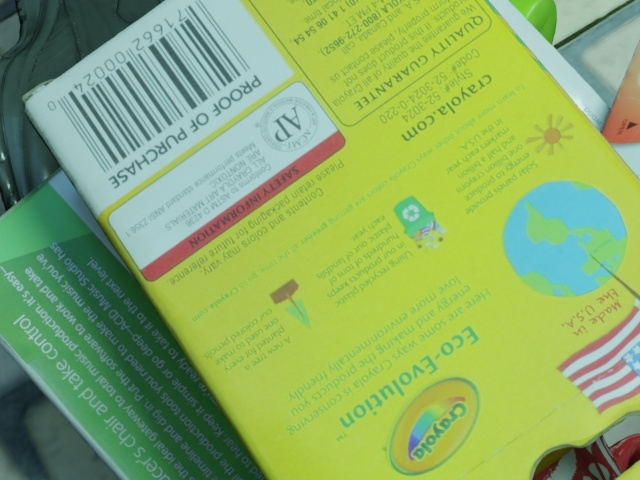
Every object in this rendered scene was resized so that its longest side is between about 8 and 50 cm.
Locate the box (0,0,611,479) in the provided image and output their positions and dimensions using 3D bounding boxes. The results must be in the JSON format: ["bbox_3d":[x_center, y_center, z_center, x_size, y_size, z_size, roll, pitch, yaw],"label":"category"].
[{"bbox_3d":[0.000,0.000,0.829,0.322,0.058,0.232,-41,85,-12],"label":"box"}]

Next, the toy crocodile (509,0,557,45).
[{"bbox_3d":[0.107,-0.171,0.977,0.115,0.105,0.340,18,66,23],"label":"toy crocodile"}]

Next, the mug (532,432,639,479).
[{"bbox_3d":[0.124,0.151,0.726,0.150,0.113,0.169,-25,55,0],"label":"mug"}]

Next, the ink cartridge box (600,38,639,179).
[{"bbox_3d":[0.212,-0.049,0.741,0.179,0.045,0.145,-10,42,44],"label":"ink cartridge box"}]

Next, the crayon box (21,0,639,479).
[{"bbox_3d":[0.033,0.009,0.704,0.202,0.081,0.318,-35,66,0],"label":"crayon box"}]

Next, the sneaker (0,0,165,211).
[{"bbox_3d":[-0.132,-0.098,0.985,0.130,0.109,0.286,-4,56,5],"label":"sneaker"}]
